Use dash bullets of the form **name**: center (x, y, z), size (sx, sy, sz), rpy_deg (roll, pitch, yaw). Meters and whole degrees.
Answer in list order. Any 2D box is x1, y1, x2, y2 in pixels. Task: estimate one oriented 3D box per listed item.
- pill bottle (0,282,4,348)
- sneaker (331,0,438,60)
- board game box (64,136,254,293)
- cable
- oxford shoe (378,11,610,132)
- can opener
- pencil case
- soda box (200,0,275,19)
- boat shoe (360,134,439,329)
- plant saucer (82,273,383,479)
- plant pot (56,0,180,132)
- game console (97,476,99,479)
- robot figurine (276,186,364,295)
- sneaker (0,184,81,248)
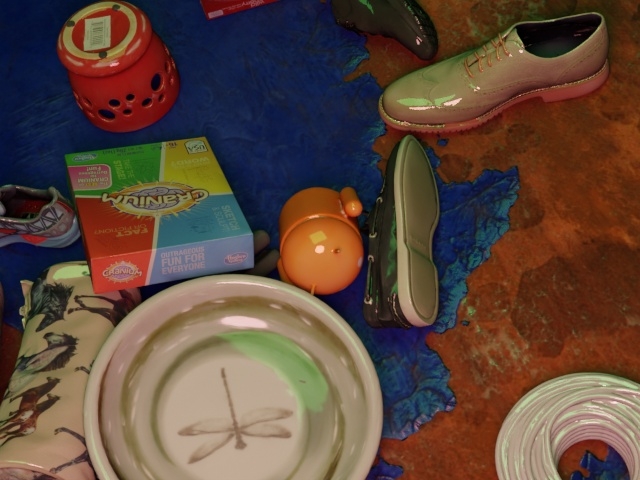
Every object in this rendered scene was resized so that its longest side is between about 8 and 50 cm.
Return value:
- **pill bottle**: center (-0.557, 0.159, 1.568), size (0.161, 0.161, 0.283), rpy_deg (-20, 35, -2)
- **sneaker**: center (0.097, -0.411, 1.894), size (0.130, 0.109, 0.286), rpy_deg (-47, 70, 17)
- **board game box**: center (-0.259, -0.049, 1.653), size (0.242, 0.064, 0.316), rpy_deg (-9, 35, -16)
- **cable**: center (0.365, 0.299, 1.406), size (0.257, 0.089, 0.257), rpy_deg (24, 67, 24)
- **oxford shoe**: center (0.283, -0.292, 1.749), size (0.397, 0.146, 0.140), rpy_deg (-17, 58, 0)
- **can opener**: center (-0.165, 0.084, 1.602), size (0.283, 0.076, 0.095), rpy_deg (-38, 16, -25)
- **pencil case**: center (-0.377, 0.217, 1.499), size (0.184, 0.160, 0.410), rpy_deg (-5, 42, 9)
- **soda box**: center (-0.105, -0.507, 1.992), size (0.263, 0.083, 0.092), rpy_deg (-14, 58, 1)
- **boat shoe**: center (0.113, -0.011, 1.630), size (0.113, 0.127, 0.340), rpy_deg (-20, 55, 30)
- **plant saucer**: center (-0.118, 0.239, 1.446), size (0.401, 0.100, 0.400), rpy_deg (3, 58, -5)
- **plant pot**: center (-0.359, -0.315, 1.871), size (0.191, 0.174, 0.191), rpy_deg (-4, 58, 6)
- **game console**: center (-0.296, 0.310, 1.568), size (0.122, 0.071, 0.107), rpy_deg (25, 96, 24)
- **robot figurine**: center (-0.001, 0.002, 1.605), size (0.158, 0.128, 0.219), rpy_deg (-17, 26, 4)
- **sneaker**: center (-0.532, -0.054, 1.768), size (0.262, 0.125, 0.104), rpy_deg (-4, 58, 8)
